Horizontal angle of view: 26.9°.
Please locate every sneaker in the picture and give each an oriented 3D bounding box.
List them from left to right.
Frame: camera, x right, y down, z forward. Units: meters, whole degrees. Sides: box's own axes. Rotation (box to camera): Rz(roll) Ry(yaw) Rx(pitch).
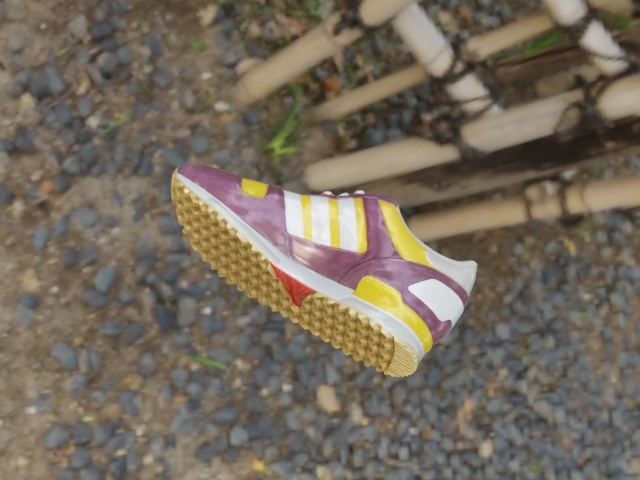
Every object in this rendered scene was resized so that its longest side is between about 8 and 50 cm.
[{"bbox_3d":[0.000,0.000,0.773,0.185,0.069,0.084,34,63,15],"label":"sneaker"}]
